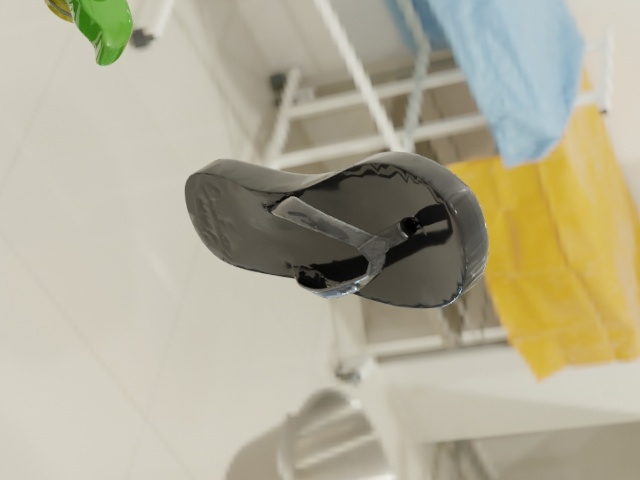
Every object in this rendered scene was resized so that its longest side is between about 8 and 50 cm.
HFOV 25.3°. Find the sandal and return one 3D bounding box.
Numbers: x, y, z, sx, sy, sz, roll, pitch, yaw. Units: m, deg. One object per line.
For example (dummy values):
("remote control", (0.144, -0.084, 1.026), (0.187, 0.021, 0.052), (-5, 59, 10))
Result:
("sandal", (0.000, 0.001, 0.870), (0.054, 0.254, 0.097), (-35, 114, -36))

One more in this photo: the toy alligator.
("toy alligator", (-0.103, -0.154, 0.581), (0.051, 0.056, 0.189), (9, 60, -23))
